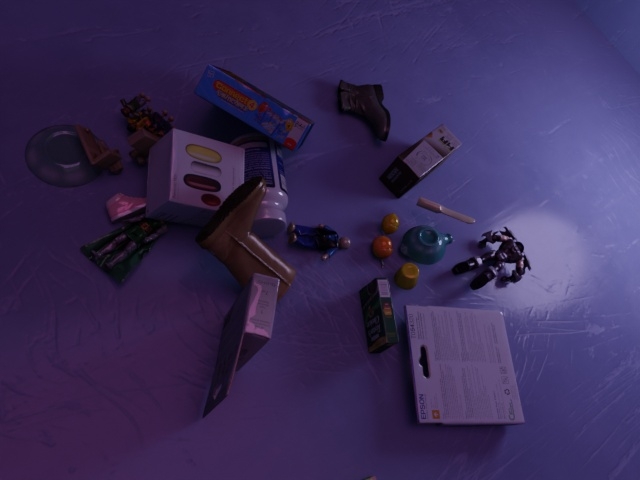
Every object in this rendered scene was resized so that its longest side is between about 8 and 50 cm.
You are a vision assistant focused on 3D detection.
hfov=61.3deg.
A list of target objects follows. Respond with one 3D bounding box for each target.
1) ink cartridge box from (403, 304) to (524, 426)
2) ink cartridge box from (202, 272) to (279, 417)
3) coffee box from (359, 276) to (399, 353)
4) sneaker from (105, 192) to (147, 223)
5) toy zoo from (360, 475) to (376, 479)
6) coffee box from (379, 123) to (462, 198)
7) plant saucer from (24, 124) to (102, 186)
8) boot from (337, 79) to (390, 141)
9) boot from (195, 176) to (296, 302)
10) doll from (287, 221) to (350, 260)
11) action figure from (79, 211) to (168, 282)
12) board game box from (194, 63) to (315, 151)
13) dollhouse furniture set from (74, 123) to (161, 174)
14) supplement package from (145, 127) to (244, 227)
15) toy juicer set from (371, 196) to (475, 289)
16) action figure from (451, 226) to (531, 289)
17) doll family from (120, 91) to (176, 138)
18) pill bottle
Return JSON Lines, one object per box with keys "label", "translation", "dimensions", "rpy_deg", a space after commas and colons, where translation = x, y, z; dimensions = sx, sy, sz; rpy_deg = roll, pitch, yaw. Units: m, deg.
{"label": "ink cartridge box", "translation": [0.385, 0.349, 1.508], "dimensions": [0.330, 0.071, 0.324], "rpy_deg": [6, 63, -16]}
{"label": "ink cartridge box", "translation": [-0.179, 0.245, 1.194], "dimensions": [0.066, 0.296, 0.261], "rpy_deg": [16, 60, -14]}
{"label": "coffee box", "translation": [0.157, 0.203, 1.462], "dimensions": [0.041, 0.113, 0.184], "rpy_deg": [3, 65, -22]}
{"label": "sneaker", "translation": [-0.487, -0.100, 1.391], "dimensions": [0.134, 0.051, 0.070], "rpy_deg": [-25, 81, -26]}
{"label": "toy zoo", "translation": [0.027, 0.677, 1.214], "dimensions": [0.293, 0.030, 0.192], "rpy_deg": [-11, 69, -26]}
{"label": "coffee box", "translation": [0.325, -0.257, 1.749], "dimensions": [0.246, 0.141, 0.098], "rpy_deg": [-38, 83, -33]}
{"label": "plant saucer", "translation": [-0.658, -0.231, 1.398], "dimensions": [0.195, 0.037, 0.194], "rpy_deg": [9, 61, -17]}
{"label": "boot", "translation": [0.138, -0.433, 1.812], "dimensions": [0.161, 0.083, 0.246], "rpy_deg": [-1, 59, -15]}
{"label": "boot", "translation": [-0.152, 0.007, 1.357], "dimensions": [0.236, 0.089, 0.269], "rpy_deg": [-48, 123, -8]}
{"label": "doll", "translation": [0.000, 0.000, 1.541], "dimensions": [0.189, 0.046, 0.129], "rpy_deg": [9, 52, -25]}
{"label": "action figure", "translation": [-0.462, -0.013, 1.355], "dimensions": [0.137, 0.063, 0.232], "rpy_deg": [40, 53, 5]}
{"label": "board game box", "translation": [-0.170, -0.372, 1.528], "dimensions": [0.302, 0.086, 0.308], "rpy_deg": [30, 12, -6]}
{"label": "dollhouse furniture set", "translation": [-0.515, -0.269, 1.409], "dimensions": [0.151, 0.144, 0.123], "rpy_deg": [-31, 76, 10]}
{"label": "supplement package", "translation": [-0.318, -0.150, 1.380], "dimensions": [0.203, 0.149, 0.194], "rpy_deg": [10, 70, -38]}
{"label": "toy juicer set", "translation": [0.291, -0.014, 1.651], "dimensions": [0.209, 0.089, 0.329], "rpy_deg": [41, 64, 17]}
{"label": "action figure", "translation": [0.557, 0.059, 1.713], "dimensions": [0.285, 0.099, 0.185], "rpy_deg": [-21, 67, -33]}
{"label": "doll family", "translation": [-0.474, -0.315, 1.495], "dimensions": [0.193, 0.076, 0.111], "rpy_deg": [37, 52, -5]}
{"label": "pill bottle", "translation": [-0.170, -0.150, 1.486], "dimensions": [0.153, 0.153, 0.264], "rpy_deg": [1, 64, -22]}
